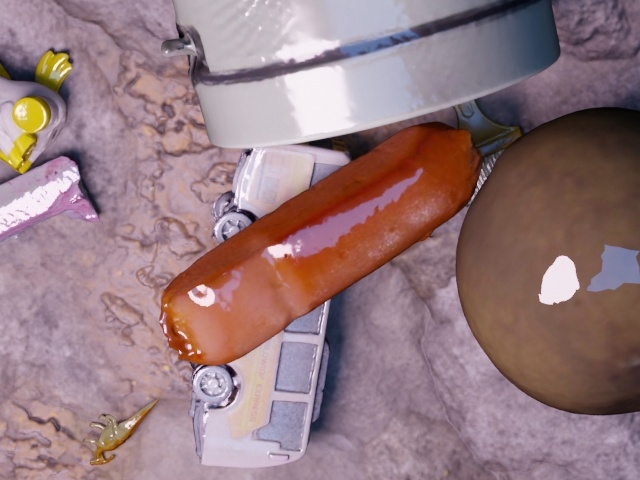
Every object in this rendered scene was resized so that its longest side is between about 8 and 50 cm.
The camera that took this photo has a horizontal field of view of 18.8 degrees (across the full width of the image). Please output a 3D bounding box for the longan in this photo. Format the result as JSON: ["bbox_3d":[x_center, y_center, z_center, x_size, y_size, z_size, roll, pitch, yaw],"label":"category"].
[{"bbox_3d":[0.285,0.025,1.837,0.319,0.319,0.319,0,104,1],"label":"longan"}]

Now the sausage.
[{"bbox_3d":[0.000,0.001,1.849,0.348,0.094,0.097,-32,109,0],"label":"sausage"}]

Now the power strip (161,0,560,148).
[{"bbox_3d":[0.030,-0.197,1.761,0.357,0.357,0.161,-13,102,4],"label":"power strip"}]

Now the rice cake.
[{"bbox_3d":[-0.360,0.004,1.964,0.290,0.051,0.081,-26,100,7],"label":"rice cake"}]

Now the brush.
[{"bbox_3d":[0.143,-0.140,1.942,0.083,0.011,0.205,-22,102,7],"label":"brush"}]

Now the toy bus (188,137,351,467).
[{"bbox_3d":[-0.054,0.059,1.953,0.138,0.097,0.343,6,102,-8],"label":"toy bus"}]

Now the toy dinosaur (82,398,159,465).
[{"bbox_3d":[-0.213,0.193,2.019,0.041,0.026,0.113,35,111,-14],"label":"toy dinosaur"}]

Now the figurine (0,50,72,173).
[{"bbox_3d":[-0.336,-0.142,1.906,0.178,0.109,0.130,15,59,-9],"label":"figurine"}]
